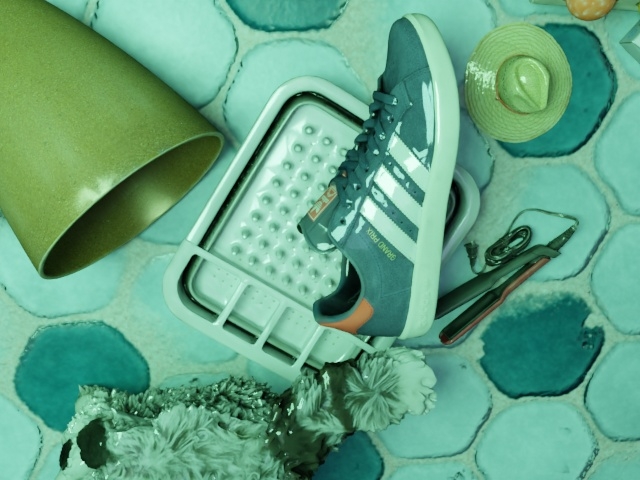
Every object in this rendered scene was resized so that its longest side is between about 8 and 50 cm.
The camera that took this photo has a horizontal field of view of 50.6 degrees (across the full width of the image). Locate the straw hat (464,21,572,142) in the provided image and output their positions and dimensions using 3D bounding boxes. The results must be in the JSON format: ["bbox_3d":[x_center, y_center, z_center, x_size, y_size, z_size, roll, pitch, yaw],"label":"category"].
[{"bbox_3d":[0.241,-0.184,0.798,0.144,0.061,0.145,-1,104,-4],"label":"straw hat"}]

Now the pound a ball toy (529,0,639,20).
[{"bbox_3d":[0.343,-0.291,0.677,0.318,0.208,0.136,6,98,6],"label":"pound a ball toy"}]

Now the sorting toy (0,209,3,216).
[{"bbox_3d":[-0.375,-0.061,0.753,0.075,0.044,0.083,-46,119,-19],"label":"sorting toy"}]

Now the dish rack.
[{"bbox_3d":[0.000,0.000,0.827,0.285,0.072,0.333,31,101,-10],"label":"dish rack"}]

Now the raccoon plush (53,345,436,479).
[{"bbox_3d":[-0.110,0.242,0.818,0.445,0.299,0.216,-9,96,-18],"label":"raccoon plush"}]

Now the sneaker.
[{"bbox_3d":[0.051,-0.057,0.713,0.148,0.131,0.351,0,104,-8],"label":"sneaker"}]

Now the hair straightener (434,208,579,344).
[{"bbox_3d":[0.224,0.033,0.860,0.230,0.047,0.089,-37,104,6],"label":"hair straightener"}]

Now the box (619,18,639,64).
[{"bbox_3d":[0.478,-0.232,0.812,0.186,0.038,0.145,39,100,-11],"label":"box"}]

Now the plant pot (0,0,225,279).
[{"bbox_3d":[-0.274,-0.129,0.714,0.237,0.237,0.254,-41,89,7],"label":"plant pot"}]
